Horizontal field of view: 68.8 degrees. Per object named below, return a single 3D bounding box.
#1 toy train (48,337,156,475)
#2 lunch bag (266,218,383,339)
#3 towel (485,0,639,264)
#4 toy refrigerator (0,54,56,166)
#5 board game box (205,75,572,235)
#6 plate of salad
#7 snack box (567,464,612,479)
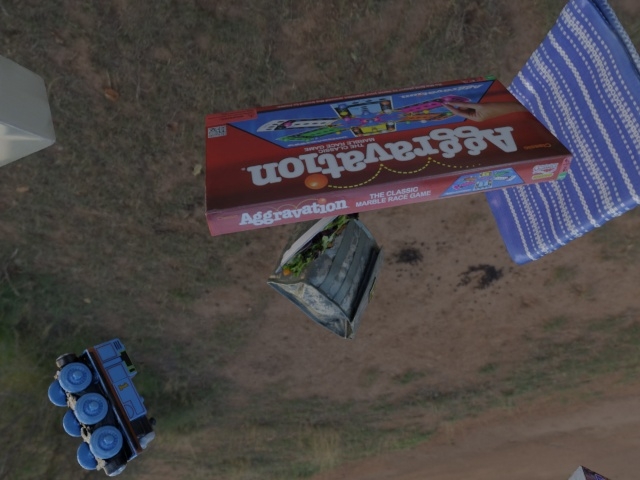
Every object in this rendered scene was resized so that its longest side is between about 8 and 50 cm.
[{"bbox_3d":[-0.307,0.235,0.670,0.080,0.184,0.105,-42,165,35],"label":"toy train"},{"bbox_3d":[0.046,0.083,1.163,0.169,0.235,0.287,-4,142,45],"label":"lunch bag"},{"bbox_3d":[0.302,-0.119,0.631,0.040,0.243,0.336,-12,163,-10],"label":"towel"},{"bbox_3d":[-0.387,-0.150,0.413,0.102,0.094,0.269,-18,171,12],"label":"toy refrigerator"},{"bbox_3d":[0.044,-0.083,0.402,0.281,0.145,0.027,-10,136,-5],"label":"board game box"},{"bbox_3d":[0.000,0.000,0.851,0.048,0.200,0.200,49,130,3],"label":"plate of salad"},{"bbox_3d":[0.271,0.274,0.389,0.100,0.141,0.037,26,116,4],"label":"snack box"}]
